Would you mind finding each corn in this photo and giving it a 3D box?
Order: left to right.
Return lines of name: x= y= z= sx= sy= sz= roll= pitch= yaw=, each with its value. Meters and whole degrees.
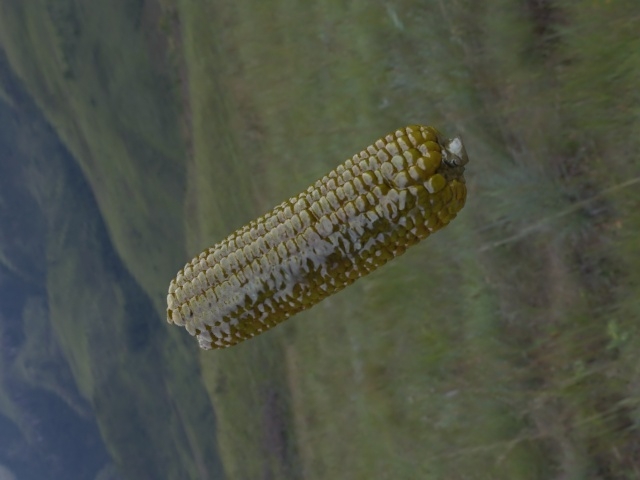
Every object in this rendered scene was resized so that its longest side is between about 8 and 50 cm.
corn: x=0.000 y=0.000 z=0.651 sx=0.068 sy=0.207 sz=0.068 roll=56 pitch=-172 yaw=-12
